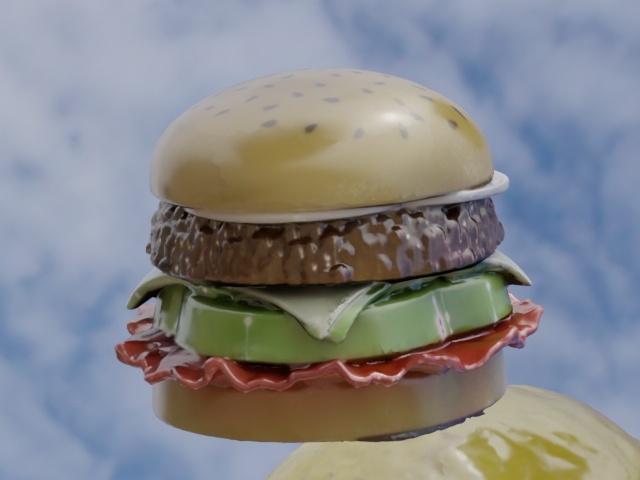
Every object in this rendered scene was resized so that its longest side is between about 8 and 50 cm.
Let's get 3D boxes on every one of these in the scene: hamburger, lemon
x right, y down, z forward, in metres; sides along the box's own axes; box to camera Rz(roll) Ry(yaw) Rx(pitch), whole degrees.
[{"bbox_3d":[0.003,0.000,0.791,0.175,0.175,0.137,5,-78,28],"label":"hamburger"},{"bbox_3d":[0.085,0.218,1.199,0.285,0.316,0.285,24,-28,13],"label":"lemon"}]
